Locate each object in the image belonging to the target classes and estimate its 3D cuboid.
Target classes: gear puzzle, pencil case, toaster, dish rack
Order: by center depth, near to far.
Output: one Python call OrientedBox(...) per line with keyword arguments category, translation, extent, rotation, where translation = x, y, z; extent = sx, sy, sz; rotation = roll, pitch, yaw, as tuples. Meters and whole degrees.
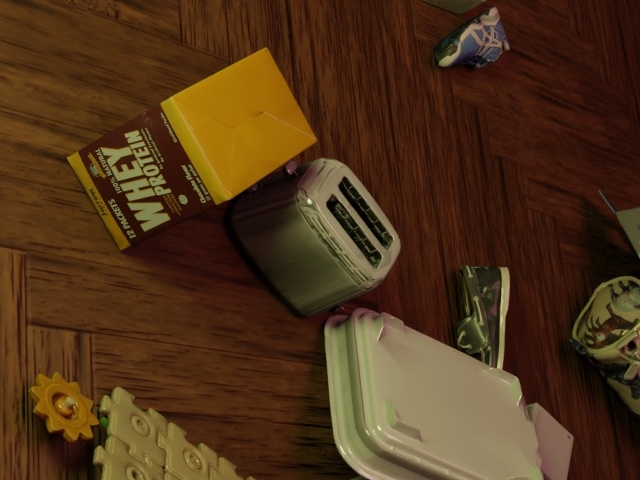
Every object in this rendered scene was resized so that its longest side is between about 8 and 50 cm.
OrientedBox(category="gear puzzle", translation=(-0.188, 0.258, 1.391), extent=(0.339, 0.044, 0.175), rotation=(40, 24, -26))
OrientedBox(category="toaster", translation=(0.000, 0.000, 1.655), extent=(0.227, 0.146, 0.129), rotation=(53, 43, -16))
OrientedBox(category="dish rack", translation=(0.164, 0.226, 1.683), extent=(0.332, 0.072, 0.286), rotation=(27, 32, -24))
OrientedBox(category="pencil case", translation=(0.592, 0.259, 2.172), extent=(0.410, 0.160, 0.183), rotation=(49, 27, -21))

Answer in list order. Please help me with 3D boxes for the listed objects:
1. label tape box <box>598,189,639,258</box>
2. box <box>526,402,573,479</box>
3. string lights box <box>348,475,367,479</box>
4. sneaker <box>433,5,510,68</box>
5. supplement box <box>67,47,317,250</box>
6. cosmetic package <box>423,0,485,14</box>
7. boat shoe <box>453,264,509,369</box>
OrientedBox(category="label tape box", translation=(0.642, 0.049, 2.247), extent=(0.240, 0.106, 0.334), rotation=(40, 23, -42))
OrientedBox(category="box", translation=(0.308, 0.315, 1.894), extent=(0.102, 0.087, 0.101), rotation=(43, 46, -26))
OrientedBox(category="string lights box", translation=(0.104, 0.425, 1.592), extent=(0.260, 0.076, 0.133), rotation=(64, 13, -3))
OrientedBox(category="sneaker", translation=(0.261, -0.329, 2.143), extent=(0.211, 0.080, 0.081), rotation=(-38, 99, -48))
OrientedBox(category="supplement box", translation=(-0.150, -0.107, 1.503), extent=(0.191, 0.194, 0.129), rotation=(-38, 102, -49))
OrientedBox(category="cosmetic package", translation=(0.219, -0.422, 2.156), extent=(0.115, 0.060, 0.041), rotation=(9, 65, -47))
OrientedBox(category="boat shoe", translation=(0.236, 0.148, 1.918), extent=(0.079, 0.084, 0.233), rotation=(8, 69, -6))
